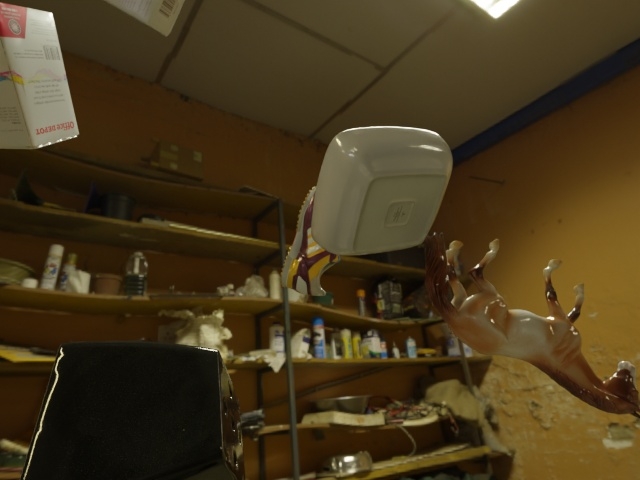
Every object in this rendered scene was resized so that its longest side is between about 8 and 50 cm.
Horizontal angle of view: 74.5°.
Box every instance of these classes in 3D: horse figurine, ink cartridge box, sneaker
[{"bbox_3d":[0.230,0.085,0.497,0.264,0.174,0.066,20,-34,1],"label":"horse figurine"},{"bbox_3d":[-0.725,-0.388,1.008,0.131,0.305,0.226,0,21,-1],"label":"ink cartridge box"},{"bbox_3d":[0.000,0.000,0.697,0.084,0.185,0.069,17,-2,11],"label":"sneaker"}]

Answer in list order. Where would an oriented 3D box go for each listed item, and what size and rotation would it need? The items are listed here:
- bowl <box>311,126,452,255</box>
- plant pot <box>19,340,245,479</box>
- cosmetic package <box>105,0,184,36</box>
[{"bbox_3d":[0.069,-0.042,0.435,0.142,0.053,0.142,-6,-52,-24],"label":"bowl"},{"bbox_3d":[-0.178,0.221,0.463,0.167,0.188,0.187,-11,-48,-8],"label":"plant pot"},{"bbox_3d":[-0.392,-0.517,0.826,0.231,0.117,0.085,32,11,3],"label":"cosmetic package"}]
